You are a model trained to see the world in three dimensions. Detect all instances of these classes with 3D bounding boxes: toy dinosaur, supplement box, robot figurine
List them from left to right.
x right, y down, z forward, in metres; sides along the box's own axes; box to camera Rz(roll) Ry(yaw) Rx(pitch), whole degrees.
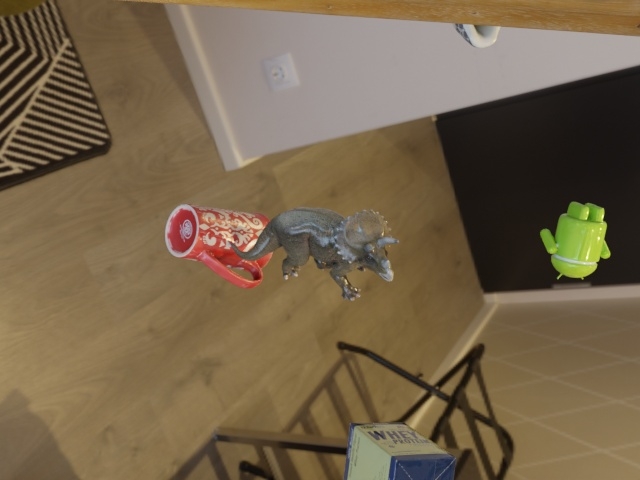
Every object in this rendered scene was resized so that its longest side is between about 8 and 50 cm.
[{"bbox_3d":[0.000,0.000,1.053,0.121,0.314,0.160,-50,144,-38],"label":"toy dinosaur"},{"bbox_3d":[0.062,0.204,0.547,0.056,0.083,0.083,6,92,-23],"label":"supplement box"},{"bbox_3d":[0.379,0.003,0.970,0.101,0.067,0.115,4,104,-13],"label":"robot figurine"}]

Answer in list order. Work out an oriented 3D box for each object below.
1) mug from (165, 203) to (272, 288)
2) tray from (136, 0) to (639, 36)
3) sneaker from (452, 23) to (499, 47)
[{"bbox_3d":[-0.167,0.001,1.157,0.169,0.150,0.113,12,108,-49],"label":"mug"},{"bbox_3d":[0.000,-0.219,0.338,0.076,0.411,0.202,-64,152,-29],"label":"tray"},{"bbox_3d":[0.167,-0.266,0.518,0.090,0.235,0.094,5,53,-15],"label":"sneaker"}]
